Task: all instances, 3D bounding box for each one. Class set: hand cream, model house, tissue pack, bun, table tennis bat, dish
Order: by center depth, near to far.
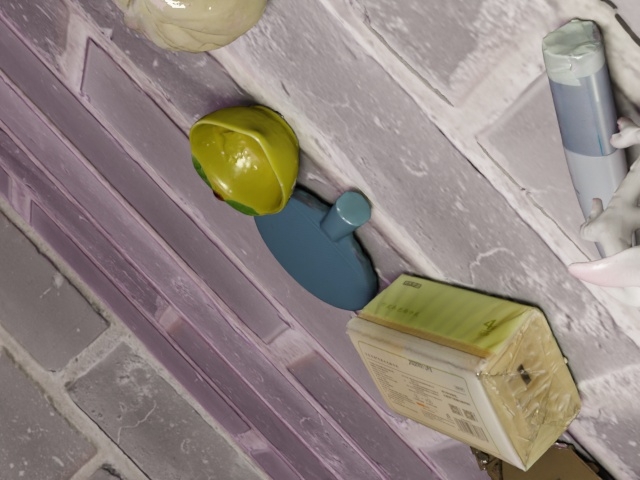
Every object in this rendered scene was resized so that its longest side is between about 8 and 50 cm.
[{"bbox_3d":[0.227,-0.056,0.836,0.048,0.079,0.255,-13,128,17],"label":"hand cream"},{"bbox_3d":[-0.154,-0.281,1.044,0.178,0.128,0.193,23,146,45],"label":"bun"},{"bbox_3d":[0.164,0.146,1.196,0.234,0.125,0.159,13,140,54],"label":"tissue pack"},{"bbox_3d":[-0.082,-0.108,1.264,0.149,0.080,0.207,44,156,-4],"label":"dish"},{"bbox_3d":[0.000,0.000,1.352,0.215,0.044,0.329,47,160,1],"label":"table tennis bat"},{"bbox_3d":[0.245,0.330,1.353,0.248,0.176,0.181,46,165,49],"label":"model house"}]

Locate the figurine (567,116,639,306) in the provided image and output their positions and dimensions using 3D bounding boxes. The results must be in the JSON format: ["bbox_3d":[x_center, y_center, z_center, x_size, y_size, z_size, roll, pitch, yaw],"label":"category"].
[{"bbox_3d":[0.300,-0.007,0.613,0.315,0.284,0.206,-29,94,42],"label":"figurine"}]
